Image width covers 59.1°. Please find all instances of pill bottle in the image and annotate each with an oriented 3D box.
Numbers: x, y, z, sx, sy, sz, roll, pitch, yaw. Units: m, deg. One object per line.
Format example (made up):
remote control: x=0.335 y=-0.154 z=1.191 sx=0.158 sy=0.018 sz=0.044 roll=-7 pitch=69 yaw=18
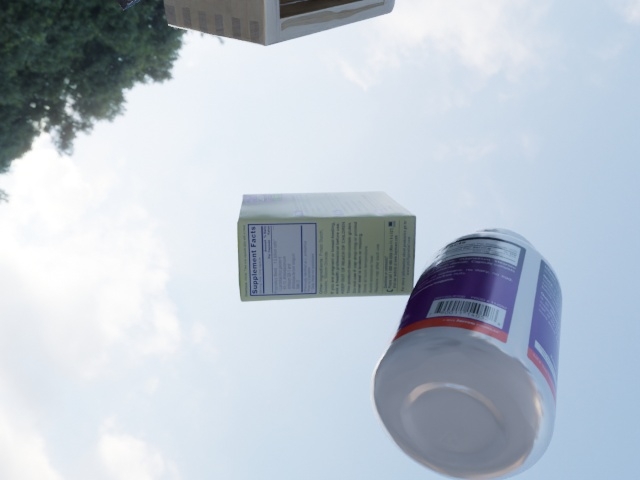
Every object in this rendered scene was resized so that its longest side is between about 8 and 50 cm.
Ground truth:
pill bottle: x=0.188 y=0.107 z=0.671 sx=0.182 sy=0.323 sz=0.181 roll=11 pitch=-61 yaw=20

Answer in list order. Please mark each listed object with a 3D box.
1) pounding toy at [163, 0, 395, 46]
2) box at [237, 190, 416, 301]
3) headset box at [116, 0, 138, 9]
pounding toy: x=0.000 y=-0.233 z=0.336 sx=0.094 sy=0.206 sz=0.181 roll=23 pitch=-51 yaw=31
box: x=0.000 y=0.000 z=0.858 sx=0.213 sy=0.243 sz=0.117 roll=-114 pitch=-156 yaw=-74
headset box: x=-0.304 y=-0.413 z=0.913 sx=0.062 sy=0.032 sz=0.083 roll=-29 pitch=-131 yaw=5
